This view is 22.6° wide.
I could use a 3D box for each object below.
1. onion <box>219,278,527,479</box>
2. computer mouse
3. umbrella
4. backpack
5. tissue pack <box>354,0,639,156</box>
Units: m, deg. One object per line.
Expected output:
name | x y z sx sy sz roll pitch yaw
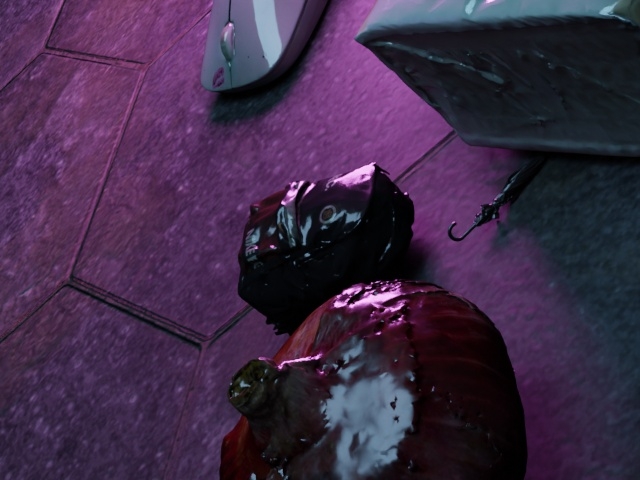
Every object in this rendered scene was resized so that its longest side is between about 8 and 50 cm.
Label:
onion | 0.024 0.137 1.137 0.252 0.219 0.252 -35 35 29
computer mouse | -0.060 -0.300 1.818 0.159 0.097 0.288 -5 52 46
umbrella | 0.157 -0.039 1.353 0.122 0.022 0.013 -39 6 -4
backpack | 0.002 -0.003 1.418 0.165 0.106 0.120 -33 31 29
tissue pack | 0.263 -0.276 1.292 0.332 0.205 0.405 9 63 53
